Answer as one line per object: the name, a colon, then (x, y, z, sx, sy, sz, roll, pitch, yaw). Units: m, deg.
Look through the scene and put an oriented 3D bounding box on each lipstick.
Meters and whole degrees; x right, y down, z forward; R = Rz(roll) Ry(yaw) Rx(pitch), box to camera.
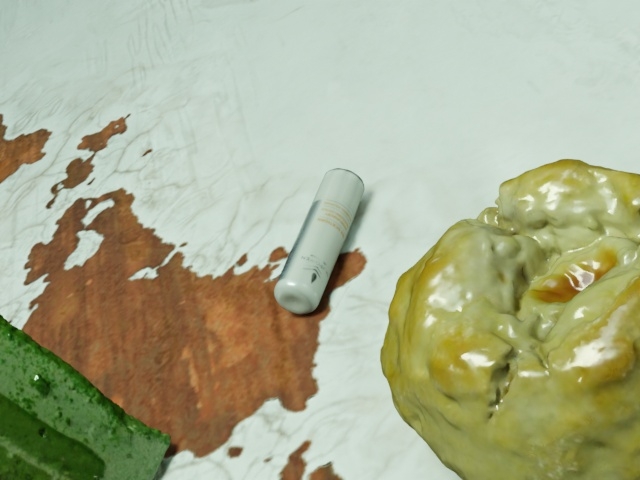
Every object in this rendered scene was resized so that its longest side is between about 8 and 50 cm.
lipstick: (0.000, 0.000, 0.905, 0.040, 0.040, 0.141, -9, 42, 34)

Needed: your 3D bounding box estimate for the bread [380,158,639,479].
bread: (0.142, 0.048, 0.638, 0.244, 0.134, 0.244, -20, 36, 15)

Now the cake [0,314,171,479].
cake: (-0.208, 0.125, 0.758, 0.099, 0.235, 0.100, 5, 55, 30)
